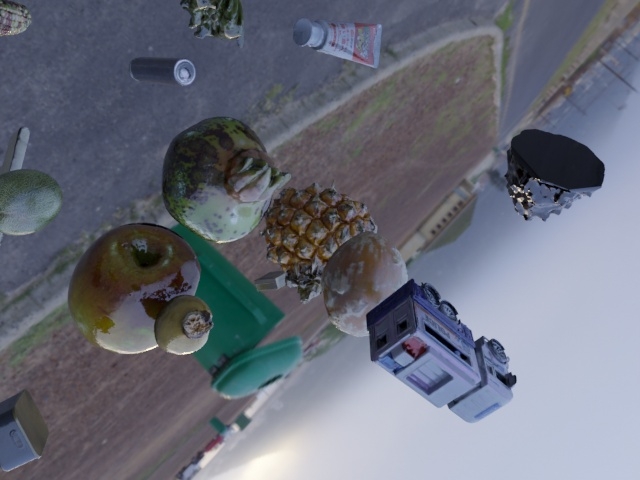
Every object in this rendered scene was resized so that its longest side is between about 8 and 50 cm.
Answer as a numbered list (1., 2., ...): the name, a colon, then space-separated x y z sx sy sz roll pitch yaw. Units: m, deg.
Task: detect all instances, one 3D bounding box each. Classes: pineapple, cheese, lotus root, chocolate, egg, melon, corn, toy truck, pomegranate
1. pineapple: -0.001 0.003 1.671 0.209 0.344 0.286 103 -1 -50
2. cheese: -0.787 -0.094 1.572 0.085 0.034 0.400 -14 -117 45
3. lotus root: -0.345 0.209 1.579 0.303 0.130 0.146 152 -50 -67
4. chocolate: 0.522 -0.128 1.485 0.206 0.224 0.177 -7 138 -21
5. egg: 0.094 0.095 1.399 0.195 0.195 0.233 -34 133 -63
6. melon: -0.636 -0.081 1.351 0.139 0.139 0.192 -51 179 29
7. corn: -0.706 -0.458 1.289 0.086 0.086 0.253 -51 166 28
8. toy truck: 0.208 0.202 1.069 0.124 0.268 0.155 -42 -158 25
9. pomegranate: -0.155 -0.118 1.160 0.276 0.222 0.204 -15 -159 28

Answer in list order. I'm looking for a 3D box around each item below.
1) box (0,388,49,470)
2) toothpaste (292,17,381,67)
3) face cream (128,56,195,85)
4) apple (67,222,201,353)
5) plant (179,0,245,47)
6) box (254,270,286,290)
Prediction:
1. box: -0.760 0.472 1.586 0.090 0.144 0.201 -25 -169 -13
2. toothpaste: 0.044 -0.401 1.273 0.234 0.057 0.089 -9 109 -47
3. face cream: -0.461 -0.483 1.809 0.073 0.283 0.073 -16 113 -42
4. apple: -0.531 0.147 1.847 0.384 0.374 0.374 -38 169 -51
5. plant: -0.260 -0.745 1.885 0.333 0.180 0.251 -62 170 -11
6. box: -0.134 0.114 1.810 0.083 0.035 0.079 -8 -168 35
